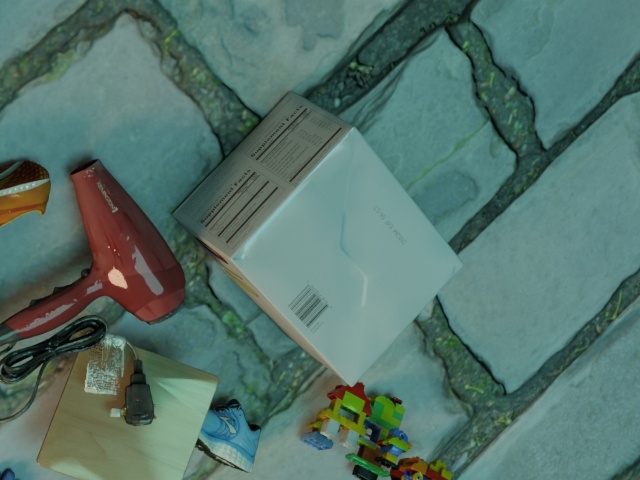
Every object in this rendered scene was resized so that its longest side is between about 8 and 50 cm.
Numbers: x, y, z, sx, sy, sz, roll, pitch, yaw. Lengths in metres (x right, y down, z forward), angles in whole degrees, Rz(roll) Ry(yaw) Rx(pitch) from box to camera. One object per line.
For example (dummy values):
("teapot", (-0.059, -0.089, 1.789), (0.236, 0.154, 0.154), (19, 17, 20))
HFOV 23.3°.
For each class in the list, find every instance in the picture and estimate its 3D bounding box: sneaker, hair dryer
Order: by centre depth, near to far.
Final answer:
("sneaker", (-0.359, -0.033, 1.599), (0.175, 0.064, 0.067), (-10, 127, -27))
("hair dryer", (-0.249, 0.059, 1.664), (0.224, 0.080, 0.293), (10, 86, -32))
("sneaker", (-0.132, 0.218, 1.880), (0.162, 0.063, 0.073), (41, 68, -42))

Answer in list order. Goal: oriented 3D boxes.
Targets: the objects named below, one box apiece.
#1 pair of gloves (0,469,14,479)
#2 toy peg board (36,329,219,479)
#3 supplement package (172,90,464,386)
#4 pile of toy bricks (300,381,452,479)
("pair of gloves", (-0.427, 0.311, 1.741), (0.198, 0.023, 0.159), (31, 93, -38))
("toy peg board", (-0.223, 0.202, 1.775), (0.161, 0.079, 0.160), (21, 84, -13))
("supplement package", (0.000, 0.000, 1.796), (0.204, 0.145, 0.262), (-47, 128, -7))
("pile of toy bricks", (0.077, 0.246, 2.007), (0.212, 0.118, 0.105), (31, 64, -23))
